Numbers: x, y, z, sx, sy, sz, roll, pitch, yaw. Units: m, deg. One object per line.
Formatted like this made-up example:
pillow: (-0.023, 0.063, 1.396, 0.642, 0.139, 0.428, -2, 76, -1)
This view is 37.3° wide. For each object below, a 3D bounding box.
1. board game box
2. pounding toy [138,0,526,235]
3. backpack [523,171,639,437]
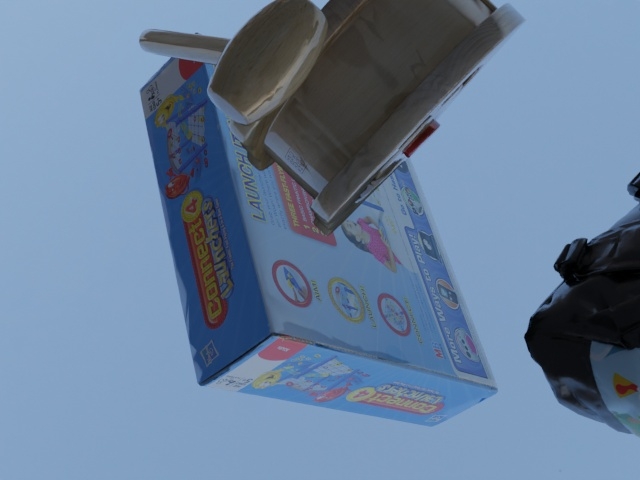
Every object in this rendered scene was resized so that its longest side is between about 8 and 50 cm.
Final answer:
board game box: (0.000, 0.000, 0.868, 0.086, 0.301, 0.308, -37, -127, 29)
pounding toy: (0.005, -0.111, 0.544, 0.155, 0.269, 0.154, 44, -92, 2)
backpack: (0.380, 0.058, 0.667, 0.290, 0.355, 0.273, -39, -79, -31)
